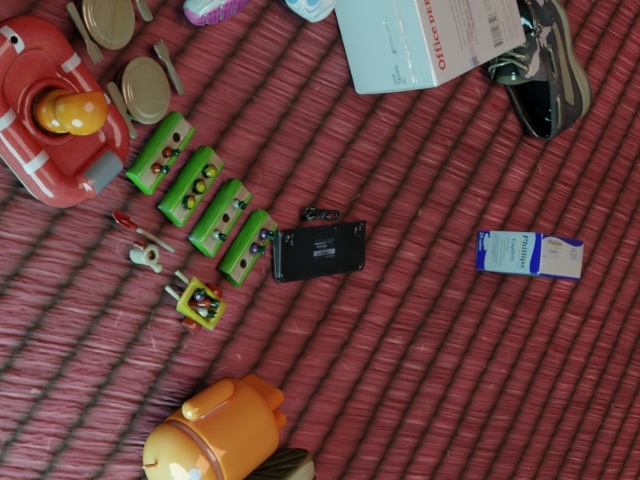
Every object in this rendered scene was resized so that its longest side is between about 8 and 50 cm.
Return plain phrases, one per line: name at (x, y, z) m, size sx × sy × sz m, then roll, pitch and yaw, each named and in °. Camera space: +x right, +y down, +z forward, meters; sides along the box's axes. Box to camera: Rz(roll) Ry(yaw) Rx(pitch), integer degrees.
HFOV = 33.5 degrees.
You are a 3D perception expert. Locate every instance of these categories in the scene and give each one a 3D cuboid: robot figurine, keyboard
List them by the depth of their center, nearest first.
robot figurine at (-0.141, 0.267, 1.394) m, size 0.219 × 0.158 × 0.128 m, roll -34°, pitch 84°, yaw -37°
keyboard at (0.000, 0.000, 1.587) m, size 0.180 × 0.023 × 0.108 m, roll -8°, pitch 103°, yaw -43°

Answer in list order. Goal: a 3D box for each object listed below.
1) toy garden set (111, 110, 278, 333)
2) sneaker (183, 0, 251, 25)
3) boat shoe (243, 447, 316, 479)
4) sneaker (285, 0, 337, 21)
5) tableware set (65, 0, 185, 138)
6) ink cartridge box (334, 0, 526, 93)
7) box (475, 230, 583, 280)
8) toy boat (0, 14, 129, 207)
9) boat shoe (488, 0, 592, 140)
toy garden set at (-0.165, -0.013, 1.404) m, size 0.244 × 0.049 × 0.204 m, roll 49°, pitch 61°, yaw -37°
sneaker at (-0.108, -0.394, 1.434) m, size 0.111 × 0.103 × 0.252 m, roll 42°, pitch 71°, yaw -7°
boat shoe at (-0.118, 0.418, 1.428) m, size 0.342 × 0.123 × 0.123 m, roll -36°, pitch 113°, yaw -43°
sneaker at (0.011, -0.434, 1.541) m, size 0.086 × 0.085 × 0.237 m, roll 36°, pitch 66°, yaw -48°
tableware set at (-0.253, -0.235, 1.340) m, size 0.128 × 0.039 × 0.194 m, roll -52°, pitch 129°, yaw -43°
ink cartridge box at (0.166, -0.342, 1.629) m, size 0.232 × 0.168 × 0.171 m, roll -29°, pitch 109°, yaw -38°
box at (0.362, 0.026, 1.838) m, size 0.126 × 0.137 × 0.072 m, roll 8°, pitch 87°, yaw -42°
toy boat at (-0.299, -0.151, 1.221) m, size 0.151 × 0.151 × 0.231 m, roll -51°, pitch 123°, yaw -29°
boat shoe at (0.361, -0.321, 1.835) m, size 0.355 × 0.132 × 0.130 m, roll 52°, pitch 58°, yaw -29°
